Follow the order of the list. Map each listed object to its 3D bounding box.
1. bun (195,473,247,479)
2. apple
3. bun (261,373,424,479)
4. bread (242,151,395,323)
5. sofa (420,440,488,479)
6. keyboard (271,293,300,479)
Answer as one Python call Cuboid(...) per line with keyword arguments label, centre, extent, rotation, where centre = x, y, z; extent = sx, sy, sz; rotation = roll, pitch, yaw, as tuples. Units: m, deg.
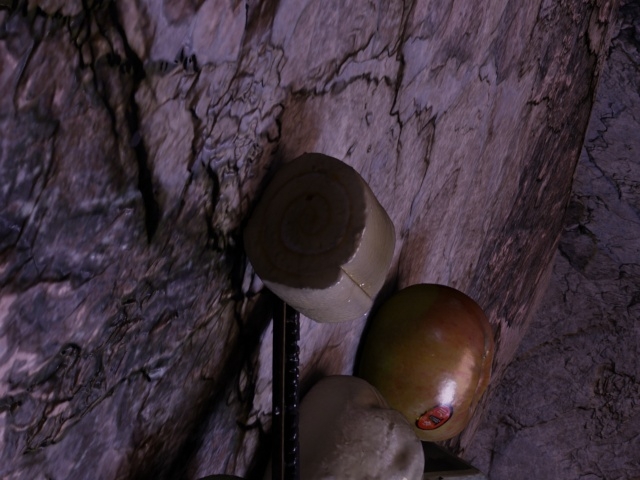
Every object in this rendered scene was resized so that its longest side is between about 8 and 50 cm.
Cuboid(label="bun", centre=(-0.135, 0.382, 1.275), extent=(0.283, 0.179, 0.283), rotation=(-4, 90, -83))
Cuboid(label="apple", centre=(0.171, 0.192, 1.971), extent=(0.261, 0.194, 0.260), rotation=(19, 90, -74))
Cuboid(label="bun", centre=(0.039, 0.374, 1.714), extent=(0.365, 0.219, 0.365), rotation=(17, 90, -74))
Cuboid(label="bread", centre=(0.000, 0.000, 1.272), extent=(0.141, 0.134, 0.148), rotation=(49, 52, -67))
Cuboid(label="sofa", centre=(0.135, 0.431, 2.043), extent=(0.225, 0.210, 0.176), rotation=(5, 105, -47))
Cuboid(label="keyboard", centre=(-0.036, 0.191, 1.351), extent=(0.106, 0.027, 0.317), rotation=(78, 11, -65))
